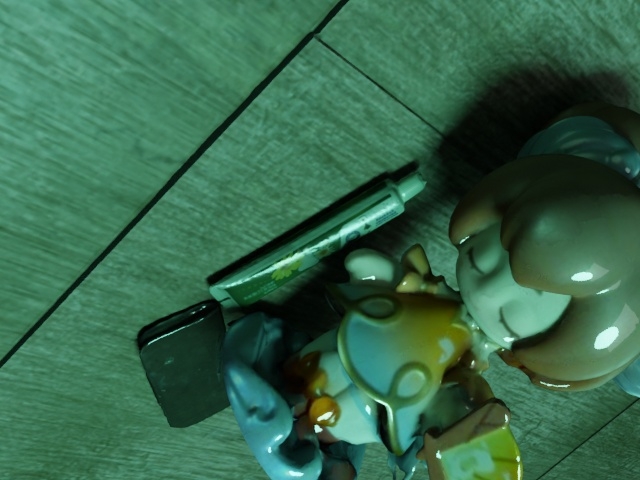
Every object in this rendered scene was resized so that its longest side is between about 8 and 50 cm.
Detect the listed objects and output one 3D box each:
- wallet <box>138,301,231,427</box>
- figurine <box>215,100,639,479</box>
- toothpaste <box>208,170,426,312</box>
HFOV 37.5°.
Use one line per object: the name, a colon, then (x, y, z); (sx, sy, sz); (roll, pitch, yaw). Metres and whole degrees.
wallet: (-0.116, 0.118, 0.860); (0.082, 0.018, 0.157); (-24, 143, -12)
figurine: (0.142, 0.069, 0.788); (0.388, 0.276, 0.248); (-32, 163, 18)
toothpaste: (0.000, 0.000, 0.799); (0.204, 0.031, 0.049); (-31, 143, 3)
